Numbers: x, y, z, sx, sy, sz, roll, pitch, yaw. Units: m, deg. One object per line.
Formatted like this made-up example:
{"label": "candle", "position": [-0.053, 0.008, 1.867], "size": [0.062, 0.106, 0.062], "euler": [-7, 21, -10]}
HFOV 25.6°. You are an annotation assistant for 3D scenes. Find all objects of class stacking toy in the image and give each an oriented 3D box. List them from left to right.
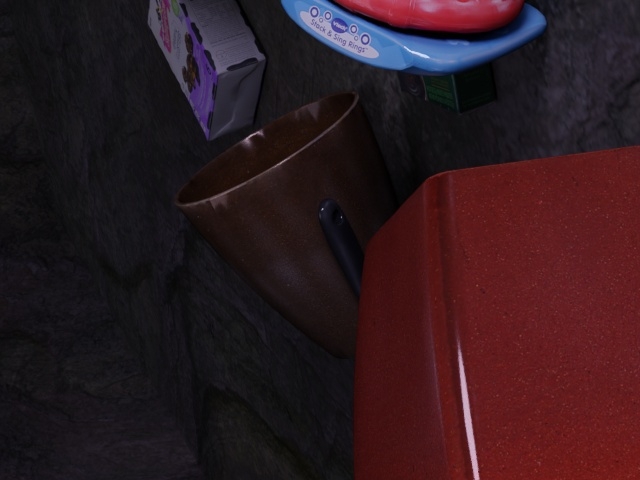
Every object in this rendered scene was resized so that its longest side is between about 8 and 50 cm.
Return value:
{"label": "stacking toy", "position": [0.089, -0.277, 0.968], "size": [0.175, 0.165, 0.302], "euler": [32, 127, 26]}

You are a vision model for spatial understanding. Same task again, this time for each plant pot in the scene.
{"label": "plant pot", "position": [0.000, 0.000, 1.450], "size": [0.230, 0.215, 0.215], "euler": [59, 165, -15]}
{"label": "plant pot", "position": [0.160, 0.077, 0.977], "size": [0.267, 0.267, 0.236], "euler": [130, 131, -70]}

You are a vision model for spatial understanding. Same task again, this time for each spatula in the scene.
{"label": "spatula", "position": [0.066, 0.075, 1.387], "size": [0.030, 0.084, 0.296], "euler": [-4, 129, 42]}

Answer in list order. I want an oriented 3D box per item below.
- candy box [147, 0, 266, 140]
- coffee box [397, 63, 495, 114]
{"label": "candy box", "position": [-0.146, -0.253, 1.770], "size": [0.196, 0.070, 0.165], "euler": [62, 161, 19]}
{"label": "coffee box", "position": [0.089, -0.206, 1.179], "size": [0.113, 0.040, 0.184], "euler": [35, 142, 60]}
